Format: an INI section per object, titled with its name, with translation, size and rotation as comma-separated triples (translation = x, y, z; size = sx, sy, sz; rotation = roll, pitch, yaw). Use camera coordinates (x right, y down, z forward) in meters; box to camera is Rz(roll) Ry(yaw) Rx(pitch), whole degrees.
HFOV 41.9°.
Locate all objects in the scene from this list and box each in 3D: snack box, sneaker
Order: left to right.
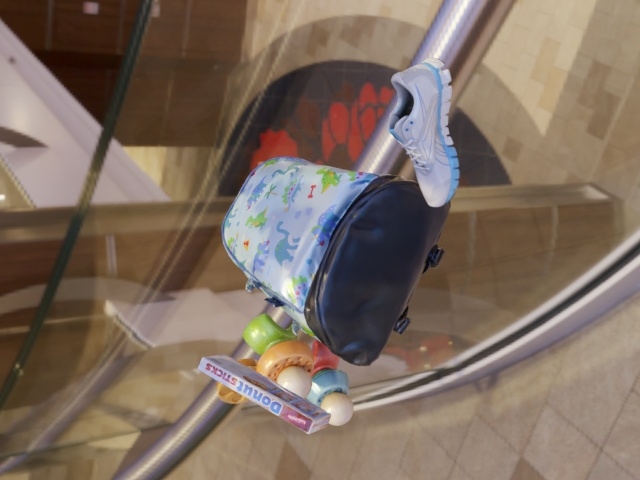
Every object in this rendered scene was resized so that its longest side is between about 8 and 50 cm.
[snack box]
translation = -0.074, 0.200, 1.106
size = 0.178, 0.064, 0.022
rotation = 26, 95, 22
[sneaker]
translation = 0.122, -0.130, 1.061
size = 0.071, 0.083, 0.190
rotation = 16, 120, 57

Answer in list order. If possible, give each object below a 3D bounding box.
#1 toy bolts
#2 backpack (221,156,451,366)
[toy bolts]
translation = -0.051, 0.268, 1.498
size = 0.218, 0.229, 0.158
rotation = -50, 43, 21
[backpack]
translation = 0.000, 0.000, 1.339
size = 0.290, 0.273, 0.355
rotation = -63, 17, 2
